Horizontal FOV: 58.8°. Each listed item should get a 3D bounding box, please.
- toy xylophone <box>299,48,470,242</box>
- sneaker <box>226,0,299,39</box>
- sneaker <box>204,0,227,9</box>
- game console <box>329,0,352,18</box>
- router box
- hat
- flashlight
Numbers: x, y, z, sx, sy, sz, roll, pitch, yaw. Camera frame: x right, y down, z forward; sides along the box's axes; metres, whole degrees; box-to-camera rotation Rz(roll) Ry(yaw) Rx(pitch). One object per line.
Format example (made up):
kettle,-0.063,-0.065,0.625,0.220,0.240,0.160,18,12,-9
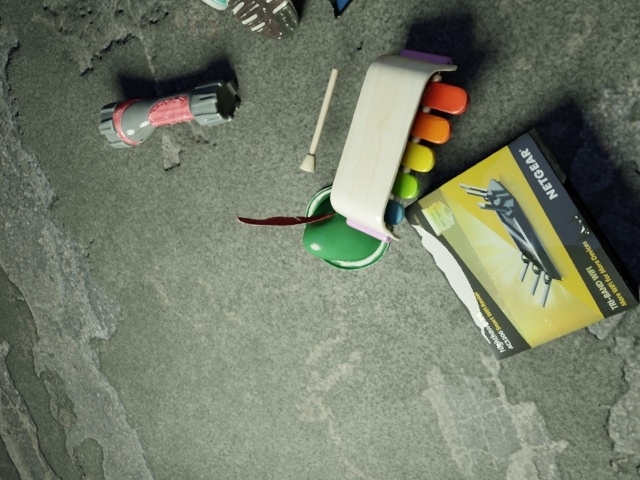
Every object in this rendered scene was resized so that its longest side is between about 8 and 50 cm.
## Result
toy xylophone,0.093,-0.172,0.951,0.236,0.081,0.322,37,112,36
sneaker,-0.130,-0.483,0.962,0.106,0.281,0.162,-12,60,38
sneaker,-0.215,-0.572,1.008,0.121,0.108,0.302,-22,94,35
game console,0.038,-0.448,0.934,0.107,0.071,0.122,45,120,0
router box,0.319,0.012,0.928,0.243,0.081,0.308,-34,88,32
hat,0.000,0.000,1.031,0.209,0.183,0.172,-7,102,29
flashlight,-0.314,-0.256,1.163,0.304,0.103,0.103,-2,104,29
